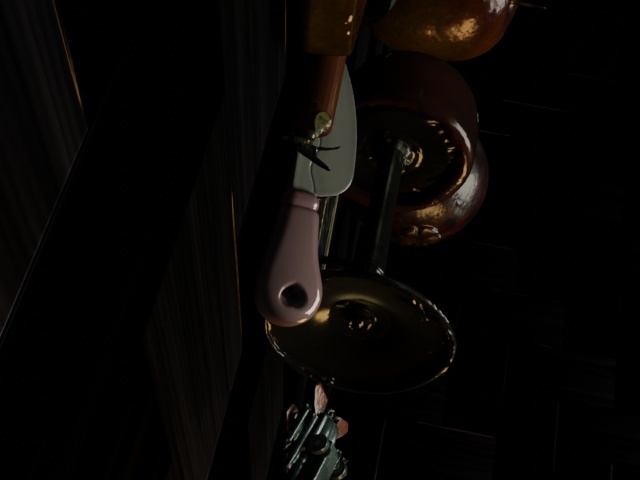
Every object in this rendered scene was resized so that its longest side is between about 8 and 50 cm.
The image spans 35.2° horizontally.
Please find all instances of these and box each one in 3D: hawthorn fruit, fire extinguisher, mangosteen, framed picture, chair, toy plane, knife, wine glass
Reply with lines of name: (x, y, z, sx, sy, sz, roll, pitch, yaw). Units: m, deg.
hawthorn fruit: (0.219, -0.419, 1.647, 0.268, 0.301, 0.267, 17, 90, -86)
fire extinguisher: (0.002, -0.161, 1.053, 0.050, 0.062, 0.177, 132, -31, -74)
mangosteen: (0.175, -0.137, 1.950, 0.311, 0.311, 0.311, 11, 90, -85)
framed picture: (0.000, 0.000, 1.658, 0.281, 0.019, 0.208, -65, 165, -73)
chair: (0.078, -0.034, 1.263, 0.226, 0.227, 0.401, 95, 7, -50)
toy plane: (-0.029, 0.420, 1.759, 0.223, 0.104, 0.326, 60, 36, -40)
knife: (-0.002, -0.071, 1.070, 0.043, 0.081, 0.335, 151, -47, -67)
wine glass: (0.066, -0.336, 1.315, 0.195, 0.079, 0.079, -74, 173, -63)

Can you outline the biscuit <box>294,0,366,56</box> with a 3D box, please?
biscuit: (0.030, -0.362, 0.884, 0.350, 0.070, 0.394, -76, 175, -60)
